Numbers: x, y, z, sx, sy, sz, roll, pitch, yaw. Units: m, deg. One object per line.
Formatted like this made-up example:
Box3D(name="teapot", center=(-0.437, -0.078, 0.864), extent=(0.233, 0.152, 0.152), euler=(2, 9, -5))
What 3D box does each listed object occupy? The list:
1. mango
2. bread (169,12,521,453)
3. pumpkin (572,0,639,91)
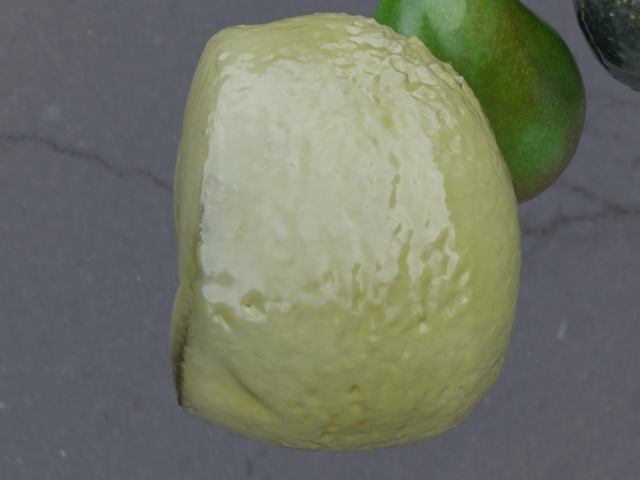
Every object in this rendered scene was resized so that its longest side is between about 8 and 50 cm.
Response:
Box3D(name="mango", center=(0.171, -0.173, 1.735), extent=(0.225, 0.382, 0.201), euler=(-14, 54, 13))
Box3D(name="bread", center=(0.012, 0.001, 1.130), extent=(0.237, 0.320, 0.321), euler=(4, 59, -9))
Box3D(name="pumpkin", center=(0.427, -0.291, 1.727), extent=(0.291, 0.327, 0.257), euler=(-12, 60, 30))
